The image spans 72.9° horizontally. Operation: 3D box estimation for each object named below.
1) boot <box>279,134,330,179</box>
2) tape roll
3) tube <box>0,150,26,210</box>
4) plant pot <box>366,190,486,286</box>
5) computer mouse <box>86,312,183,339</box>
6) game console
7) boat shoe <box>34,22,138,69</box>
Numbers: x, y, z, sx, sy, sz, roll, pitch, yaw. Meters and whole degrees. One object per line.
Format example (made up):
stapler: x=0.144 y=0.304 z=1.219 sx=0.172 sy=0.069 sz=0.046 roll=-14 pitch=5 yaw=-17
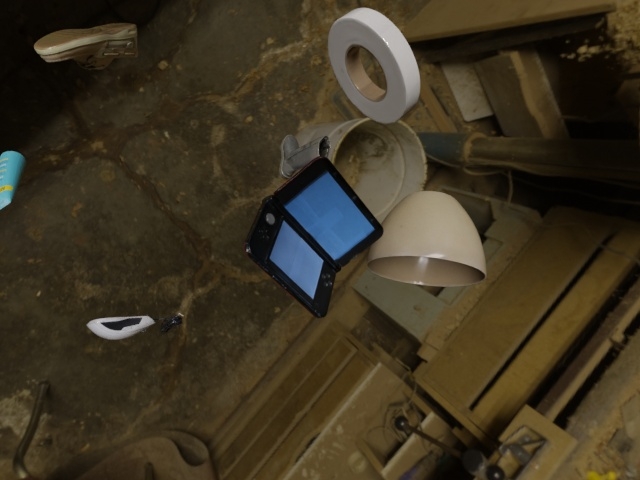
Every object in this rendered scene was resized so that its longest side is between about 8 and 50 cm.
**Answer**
boot: x=-0.053 y=-0.312 z=1.473 sx=0.075 sy=0.208 sz=0.190 roll=15 pitch=65 yaw=-34
tape roll: x=0.175 y=-0.586 z=1.486 sx=0.072 sy=0.392 sz=0.392 roll=-39 pitch=116 yaw=-14
tube: x=-0.701 y=-0.122 z=0.964 sx=0.080 sy=0.207 sz=0.052 roll=-36 pitch=136 yaw=12
plant pot: x=0.265 y=-0.010 z=1.079 sx=0.283 sy=0.284 sz=0.191 roll=18 pitch=71 yaw=-27
computer mouse: x=-0.395 y=0.187 z=0.928 sx=0.192 sy=0.106 sz=0.042 roll=4 pitch=71 yaw=-42
game console: x=0.000 y=0.000 z=0.510 sx=0.144 sy=0.085 sz=0.124 roll=47 pitch=40 yaw=-30
boat shoe: x=-0.574 y=-0.483 z=1.103 sx=0.109 sy=0.302 sz=0.098 roll=12 pitch=125 yaw=14
